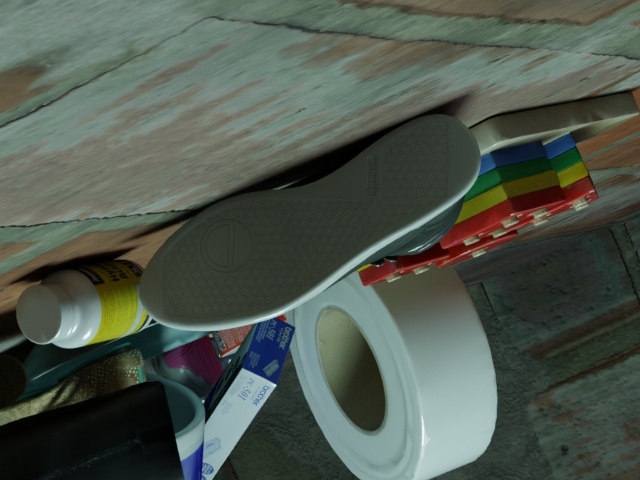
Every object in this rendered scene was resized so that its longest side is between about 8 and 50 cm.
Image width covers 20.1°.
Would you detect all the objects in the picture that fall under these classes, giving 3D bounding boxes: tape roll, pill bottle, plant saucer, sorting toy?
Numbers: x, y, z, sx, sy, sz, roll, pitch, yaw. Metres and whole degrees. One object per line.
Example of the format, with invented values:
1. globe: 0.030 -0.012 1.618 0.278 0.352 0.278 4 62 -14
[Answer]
1. tape roll: 0.072 0.126 1.969 0.100 0.286 0.286 -19 173 -25
2. pill bottle: -0.191 0.053 1.461 0.065 0.065 0.116 -26 173 31
3. plant saucer: -0.172 0.084 1.878 0.317 0.044 0.317 -22 174 -2
4. sorting toy: 0.153 -0.040 1.724 0.257 0.089 0.255 -28 171 39

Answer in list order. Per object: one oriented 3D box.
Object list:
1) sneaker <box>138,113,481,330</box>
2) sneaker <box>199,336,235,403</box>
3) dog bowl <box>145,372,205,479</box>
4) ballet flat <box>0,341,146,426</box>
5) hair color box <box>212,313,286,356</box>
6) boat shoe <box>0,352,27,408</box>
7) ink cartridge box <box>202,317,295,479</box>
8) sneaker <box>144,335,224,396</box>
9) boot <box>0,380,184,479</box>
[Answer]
1. sneaker: 0.000 0.000 1.475 0.295 0.104 0.147 -27 168 4
2. sneaker: -0.249 0.199 2.381 0.319 0.112 0.131 -19 -170 -5
3. dog bowl: -0.257 0.226 1.936 0.265 0.104 0.265 3 -164 -1
4. ballet flat: -0.253 0.166 1.795 0.206 0.067 0.073 -26 174 35
5. hair color box: -0.063 0.090 2.228 0.093 0.053 0.167 -19 174 -29
6. boat shoe: -0.359 0.143 1.681 0.178 0.064 0.060 -16 178 0
7. ink cartridge box: -0.098 0.182 2.019 0.207 0.046 0.097 -57 -171 40
8. sneaker: -0.179 0.156 2.166 0.111 0.103 0.252 -23 173 -3
9. boot: -0.368 0.236 1.659 0.445 0.146 0.367 -22 -169 -16
